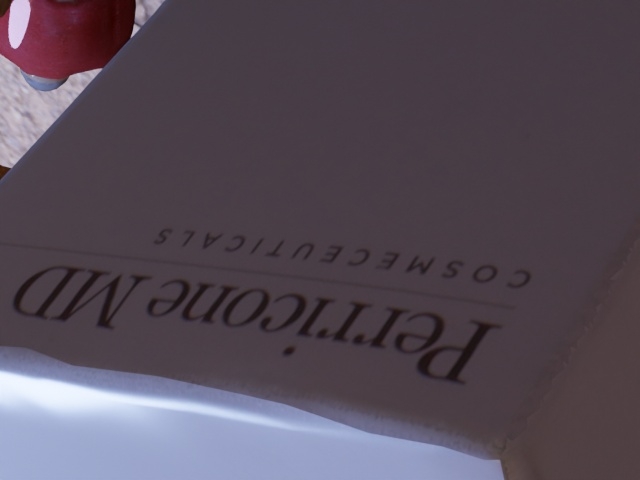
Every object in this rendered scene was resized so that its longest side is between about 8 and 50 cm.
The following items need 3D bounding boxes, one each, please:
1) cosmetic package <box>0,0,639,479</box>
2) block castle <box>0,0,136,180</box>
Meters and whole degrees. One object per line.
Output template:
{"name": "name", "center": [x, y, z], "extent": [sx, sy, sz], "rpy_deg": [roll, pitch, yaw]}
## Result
{"name": "cosmetic package", "center": [0.097, -0.060, 0.603], "extent": [0.230, 0.453, 0.161], "rpy_deg": [6, 136, 39]}
{"name": "block castle", "center": [0.000, 0.000, 0.876], "extent": [0.453, 0.303, 0.213], "rpy_deg": [23, 144, 2]}
